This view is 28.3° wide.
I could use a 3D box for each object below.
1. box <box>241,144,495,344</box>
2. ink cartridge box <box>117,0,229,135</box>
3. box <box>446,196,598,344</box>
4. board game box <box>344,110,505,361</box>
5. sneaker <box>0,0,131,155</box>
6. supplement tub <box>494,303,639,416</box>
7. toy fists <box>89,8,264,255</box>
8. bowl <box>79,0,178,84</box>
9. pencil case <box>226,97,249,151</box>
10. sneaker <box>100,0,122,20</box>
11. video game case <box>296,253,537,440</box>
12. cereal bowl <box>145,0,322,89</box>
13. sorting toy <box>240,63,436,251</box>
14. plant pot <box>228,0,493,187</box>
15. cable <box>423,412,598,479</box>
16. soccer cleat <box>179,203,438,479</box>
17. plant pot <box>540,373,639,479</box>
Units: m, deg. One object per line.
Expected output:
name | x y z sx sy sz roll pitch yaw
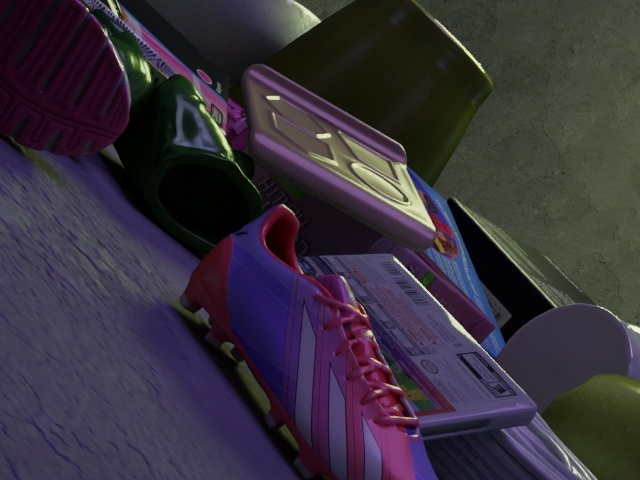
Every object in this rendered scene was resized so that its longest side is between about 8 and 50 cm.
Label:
box | 0.030 0.022 1.299 0.243 0.117 0.213 37 8 -48
ink cartridge box | -0.254 -0.252 1.435 0.371 0.069 0.176 39 22 -22
box | 0.304 0.145 1.842 0.312 0.179 0.343 25 21 -49
board game box | 0.108 0.020 1.608 0.233 0.078 0.347 38 23 -35
sneaker | -0.226 -0.159 0.846 0.252 0.103 0.111 43 6 -12
supplement tub | 0.357 0.235 1.486 0.316 0.228 0.228 41 6 -33
toy fists | -0.154 -0.105 1.019 0.279 0.096 0.142 39 6 -32
bowl | -0.205 -0.164 1.190 0.170 0.080 0.170 44 4 -4
pencil case | -0.155 -0.185 1.723 0.209 0.095 0.098 45 -31 32
sneaker | -0.292 -0.242 1.231 0.267 0.101 0.106 38 28 -45
video game case | 0.035 0.076 0.945 0.183 0.023 0.201 -1 36 -38
cereal bowl | -0.164 -0.312 2.055 0.339 0.141 0.339 14 -10 3
sorting toy | 0.009 -0.076 1.178 0.193 0.038 0.208 29 22 -17
plant pot | 0.057 -0.184 1.893 0.366 0.353 0.366 43 5 -5
cable | 0.135 0.172 1.065 0.257 0.089 0.257 47 7 28
soccer cleat | 0.007 0.078 0.769 0.248 0.095 0.083 47 6 35
plant pot | 0.333 0.249 1.199 0.276 0.276 0.254 41 -6 -27
